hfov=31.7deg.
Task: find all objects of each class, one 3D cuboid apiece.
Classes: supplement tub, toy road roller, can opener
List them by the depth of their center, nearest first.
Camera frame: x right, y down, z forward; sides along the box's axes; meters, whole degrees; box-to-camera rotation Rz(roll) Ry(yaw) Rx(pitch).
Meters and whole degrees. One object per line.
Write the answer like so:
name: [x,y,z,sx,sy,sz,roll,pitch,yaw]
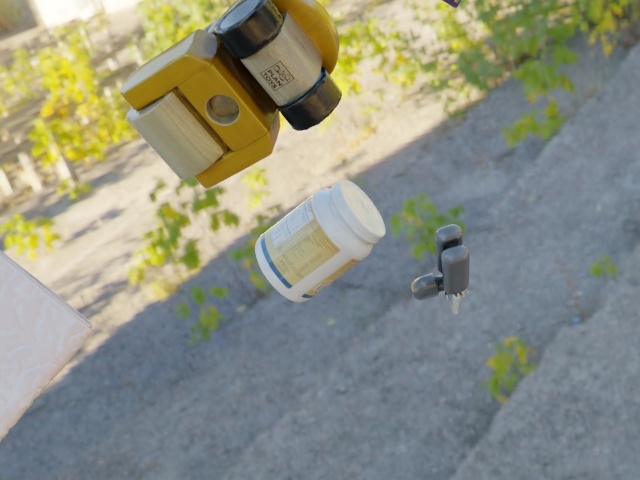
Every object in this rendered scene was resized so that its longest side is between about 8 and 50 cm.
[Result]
toy road roller: [-0.122,-0.260,1.735,0.329,0.202,0.241,-28,28,25]
can opener: [0.206,0.058,1.880,0.093,0.280,0.074,-16,69,-4]
supplement tub: [0.000,0.000,1.973,0.199,0.144,0.144,-37,18,21]

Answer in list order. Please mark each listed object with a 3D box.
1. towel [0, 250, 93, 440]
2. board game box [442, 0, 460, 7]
towel: [-0.668,0.199,2.219,0.332,0.317,0.053,-50,0,1]
board game box: [0.118,-0.336,1.105,0.170,0.141,0.048,-60,33,14]
